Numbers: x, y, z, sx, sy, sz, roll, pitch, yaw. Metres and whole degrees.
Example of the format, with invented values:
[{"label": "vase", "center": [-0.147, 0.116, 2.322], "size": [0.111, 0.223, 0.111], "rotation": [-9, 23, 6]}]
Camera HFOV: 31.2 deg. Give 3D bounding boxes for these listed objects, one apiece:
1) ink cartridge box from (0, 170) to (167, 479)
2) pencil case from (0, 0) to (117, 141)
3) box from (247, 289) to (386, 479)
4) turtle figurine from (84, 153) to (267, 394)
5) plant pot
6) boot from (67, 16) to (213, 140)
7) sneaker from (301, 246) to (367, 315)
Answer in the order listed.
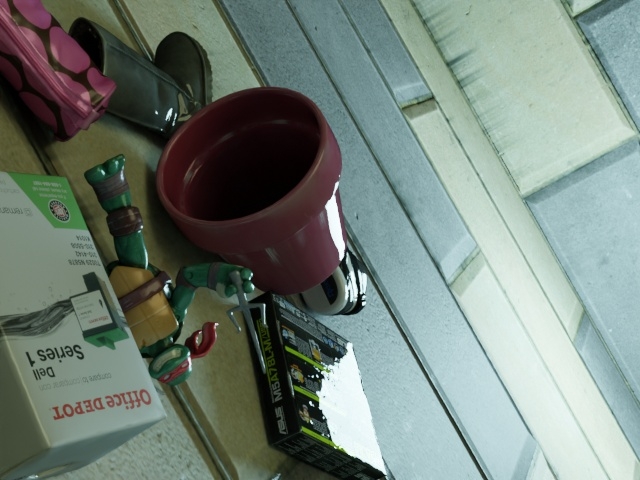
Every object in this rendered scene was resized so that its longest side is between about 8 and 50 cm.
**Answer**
[{"label": "ink cartridge box", "center": [-0.226, 0.064, 0.857], "size": [0.219, 0.093, 0.160], "rotation": [64, 21, 10]}, {"label": "pencil case", "center": [-0.280, -0.188, 1.069], "size": [0.209, 0.095, 0.098], "rotation": [49, -12, -24]}, {"label": "box", "center": [-0.005, 0.171, 1.309], "size": [0.191, 0.045, 0.184], "rotation": [37, 34, -49]}, {"label": "turtle figurine", "center": [-0.162, 0.052, 1.005], "size": [0.175, 0.118, 0.234], "rotation": [-36, 96, -28]}, {"label": "plant pot", "center": [-0.058, -0.040, 1.279], "size": [0.180, 0.201, 0.201], "rotation": [62, 13, -47]}, {"label": "boot", "center": [-0.208, -0.196, 1.295], "size": [0.208, 0.076, 0.189], "rotation": [22, 40, -49]}, {"label": "sneaker", "center": [0.000, 0.000, 1.511], "size": [0.121, 0.079, 0.216], "rotation": [18, 55, -66]}]
